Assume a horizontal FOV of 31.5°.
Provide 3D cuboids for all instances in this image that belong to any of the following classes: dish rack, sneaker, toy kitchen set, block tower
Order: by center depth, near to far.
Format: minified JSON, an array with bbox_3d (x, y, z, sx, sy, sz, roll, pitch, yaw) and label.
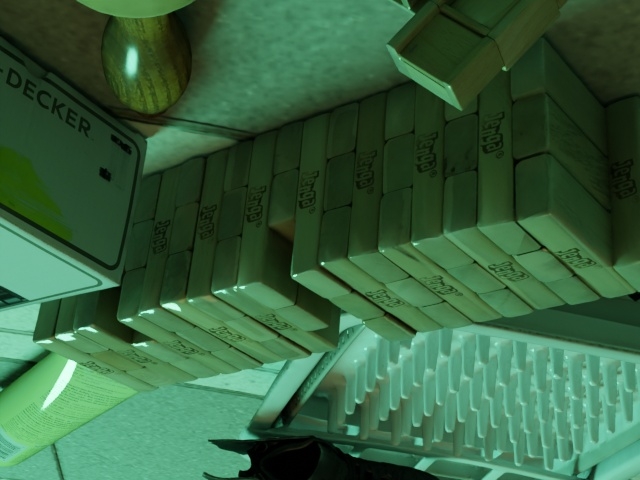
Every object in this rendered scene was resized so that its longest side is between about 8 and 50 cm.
[{"bbox_3d":[0.045,-0.108,0.395,0.068,0.083,0.075,39,173,35],"label":"toy kitchen set"},{"bbox_3d":[0.000,0.000,0.583,0.336,0.090,0.097,-15,147,34],"label":"block tower"},{"bbox_3d":[0.106,0.101,0.780,0.286,0.072,0.333,12,152,-10],"label":"dish rack"},{"bbox_3d":[0.007,0.171,0.802,0.170,0.051,0.089,6,157,8],"label":"sneaker"}]

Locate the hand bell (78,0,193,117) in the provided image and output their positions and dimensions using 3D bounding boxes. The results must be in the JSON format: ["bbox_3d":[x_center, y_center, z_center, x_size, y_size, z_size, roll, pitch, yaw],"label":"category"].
[{"bbox_3d":[-0.070,-0.096,0.426,0.126,0.126,0.242,9,165,-5],"label":"hand bell"}]

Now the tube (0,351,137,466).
[{"bbox_3d":[-0.202,0.120,0.903,0.240,0.062,0.070,-33,178,44],"label":"tube"}]

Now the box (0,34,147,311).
[{"bbox_3d":[-0.256,-0.023,0.593,0.290,0.087,0.169,-12,148,31],"label":"box"}]
